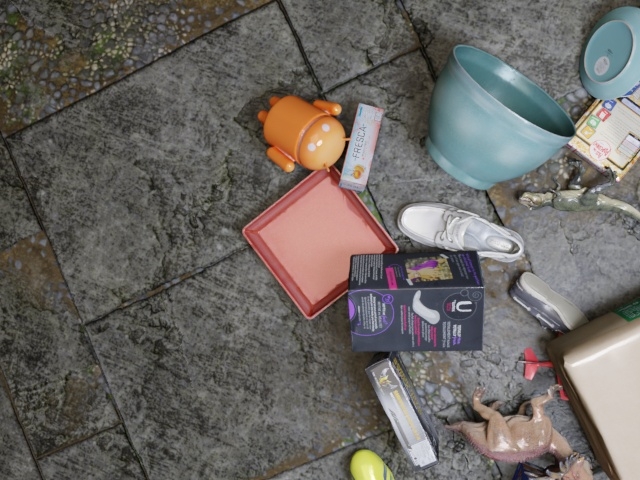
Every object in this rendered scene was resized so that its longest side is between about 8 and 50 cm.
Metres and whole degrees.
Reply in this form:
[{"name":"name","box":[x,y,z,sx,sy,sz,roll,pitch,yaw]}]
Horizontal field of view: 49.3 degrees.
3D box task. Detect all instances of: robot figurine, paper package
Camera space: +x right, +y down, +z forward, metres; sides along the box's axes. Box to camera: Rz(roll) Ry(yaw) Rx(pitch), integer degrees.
[{"name":"robot figurine","box":[-0.035,-0.235,1.515,0.219,0.158,0.128,35,134,29]},{"name":"paper package","box":[0.653,0.276,1.359,0.325,0.168,0.309,-26,96,5]}]

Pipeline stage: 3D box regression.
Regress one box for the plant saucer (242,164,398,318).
[{"name":"plant saucer","box":[0.000,0.000,1.565,0.259,0.048,0.258,-38,84,8]}]

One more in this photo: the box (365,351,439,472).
[{"name":"box","box":[0.176,0.347,1.464,0.056,0.183,0.231,-26,85,9]}]

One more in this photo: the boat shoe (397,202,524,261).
[{"name":"boat shoe","box":[0.299,-0.022,1.490,0.277,0.096,0.098,14,92,9]}]

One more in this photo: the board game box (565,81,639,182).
[{"name":"board game box","box":[0.626,-0.241,1.464,0.147,0.045,0.193,40,96,7]}]

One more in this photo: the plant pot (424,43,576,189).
[{"name":"plant pot","box":[0.335,-0.229,1.415,0.293,0.293,0.196,40,122,8]}]

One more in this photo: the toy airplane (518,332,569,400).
[{"name":"toy airplane","box":[0.497,0.266,1.486,0.151,0.028,0.151,-2,73,6]}]

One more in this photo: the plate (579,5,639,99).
[{"name":"plate","box":[0.589,-0.379,1.410,0.024,0.188,0.188,5,90,-26]}]

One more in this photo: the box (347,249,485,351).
[{"name":"box","box":[0.197,0.126,1.450,0.271,0.143,0.165,-1,120,7]}]

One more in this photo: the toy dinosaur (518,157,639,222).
[{"name":"toy dinosaur","box":[0.558,-0.103,1.459,0.268,0.064,0.118,10,114,13]}]

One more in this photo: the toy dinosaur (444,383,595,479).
[{"name":"toy dinosaur","box":[0.399,0.408,1.409,0.296,0.127,0.200,-3,57,12]}]

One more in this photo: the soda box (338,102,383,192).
[{"name":"soda box","box":[0.088,-0.202,1.520,0.058,0.063,0.183,15,76,-1]}]

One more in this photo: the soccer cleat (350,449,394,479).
[{"name":"soccer cleat","box":[0.127,0.598,1.500,0.094,0.121,0.289,-14,87,9]}]

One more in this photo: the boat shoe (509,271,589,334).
[{"name":"boat shoe","box":[0.492,0.155,1.484,0.206,0.075,0.065,42,131,5]}]

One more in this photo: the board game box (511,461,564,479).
[{"name":"board game box","box":[0.560,0.567,1.373,0.347,0.233,0.078,21,93,9]}]
